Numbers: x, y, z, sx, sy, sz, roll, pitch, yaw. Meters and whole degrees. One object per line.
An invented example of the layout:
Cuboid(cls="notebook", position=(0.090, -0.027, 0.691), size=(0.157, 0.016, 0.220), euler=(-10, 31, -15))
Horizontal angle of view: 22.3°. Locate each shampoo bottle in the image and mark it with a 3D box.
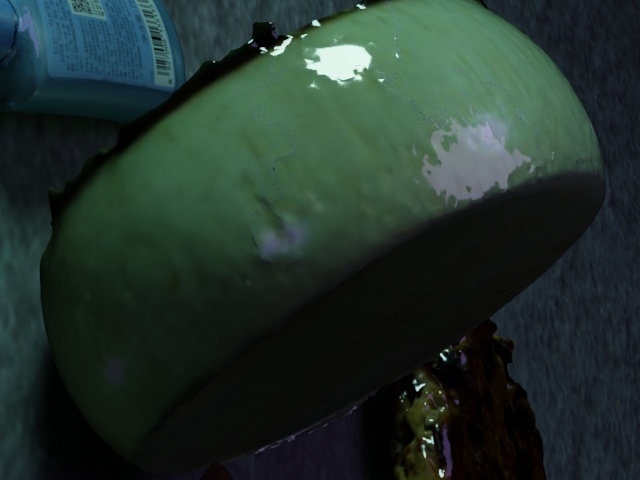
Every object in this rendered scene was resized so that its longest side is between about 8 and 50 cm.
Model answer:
Cuboid(cls="shampoo bottle", position=(-0.175, -0.129, 1.041), size=(0.258, 0.061, 0.104), euler=(-2, 75, -66))

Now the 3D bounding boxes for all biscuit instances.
Cuboid(cls="biscuit", position=(0.131, 0.221, 1.440), size=(0.289, 0.081, 0.334), euler=(31, 50, -57))

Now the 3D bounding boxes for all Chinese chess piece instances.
Cuboid(cls="Chinese chess piece", position=(0.000, 0.000, 0.977), size=(0.146, 0.349, 0.349), euler=(58, 20, 17))

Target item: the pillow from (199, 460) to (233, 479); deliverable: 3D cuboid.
Cuboid(cls="pillow", position=(-0.061, 0.317, 0.892), size=(0.308, 0.108, 0.306), euler=(-42, 115, -69))
